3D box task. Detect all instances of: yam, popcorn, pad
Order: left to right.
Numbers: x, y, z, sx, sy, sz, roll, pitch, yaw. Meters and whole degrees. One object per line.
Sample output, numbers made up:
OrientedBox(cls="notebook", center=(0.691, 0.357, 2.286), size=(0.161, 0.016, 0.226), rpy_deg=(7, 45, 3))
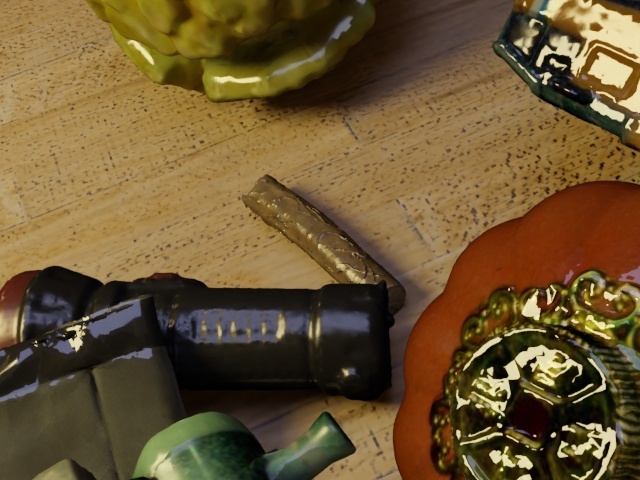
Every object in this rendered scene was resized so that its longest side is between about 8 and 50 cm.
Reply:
OrientedBox(cls="pad", center=(-0.174, 0.143, 0.519), size=(0.233, 0.022, 0.174), rpy_deg=(-20, 80, -4))
OrientedBox(cls="popcorn", center=(-0.065, -0.253, 0.735), size=(0.282, 0.282, 0.247), rpy_deg=(-39, 35, -19))
OrientedBox(cls="yam", center=(0.000, 0.000, 0.650), size=(0.032, 0.032, 0.145), rpy_deg=(-36, 52, -17))

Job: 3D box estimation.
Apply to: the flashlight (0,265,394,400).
OrientedBox(cls="flashlight", center=(-0.072, 0.055, 0.580), size=(0.232, 0.093, 0.093), rpy_deg=(-3, 49, 8))

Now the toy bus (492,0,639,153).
OrientedBox(cls="toy bus", center=(0.257, -0.196, 0.562), size=(0.194, 0.162, 0.323), rpy_deg=(37, 111, 35))

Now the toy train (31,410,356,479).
OrientedBox(cls="toy train", center=(-0.039, 0.199, 0.386), size=(0.221, 0.150, 0.304), rpy_deg=(-34, 51, -5))

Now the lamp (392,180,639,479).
OrientedBox(cls="lamp", center=(0.137, 0.082, 0.432), size=(0.223, 0.196, 0.223), rpy_deg=(-11, 73, 38))
